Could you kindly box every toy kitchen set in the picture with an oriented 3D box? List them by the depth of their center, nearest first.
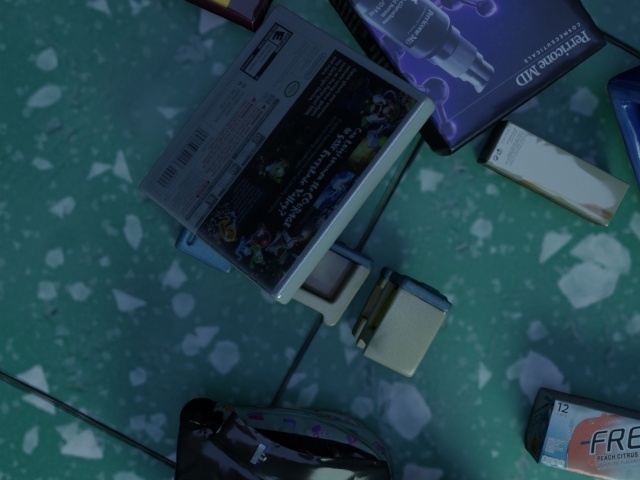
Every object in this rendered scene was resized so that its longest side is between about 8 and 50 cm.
[{"bbox_3d":[0.000,0.000,0.952,0.207,0.166,0.122,26,91,-3],"label":"toy kitchen set"}]

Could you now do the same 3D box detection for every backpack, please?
[{"bbox_3d":[-0.028,0.197,0.990,0.182,0.115,0.152,5,106,-3],"label":"backpack"}]

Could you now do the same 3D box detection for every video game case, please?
[{"bbox_3d":[-0.030,-0.072,0.943,0.173,0.022,0.190,37,89,32],"label":"video game case"}]

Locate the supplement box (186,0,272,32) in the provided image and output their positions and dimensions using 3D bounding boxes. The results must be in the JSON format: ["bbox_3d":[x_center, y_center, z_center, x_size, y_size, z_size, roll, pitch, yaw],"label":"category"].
[{"bbox_3d":[-0.058,-0.276,0.976,0.104,0.081,0.188,25,93,-3],"label":"supplement box"}]

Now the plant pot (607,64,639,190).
[{"bbox_3d":[0.387,-0.048,0.912,0.212,0.236,0.236,-25,109,-6],"label":"plant pot"}]

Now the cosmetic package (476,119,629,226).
[{"bbox_3d":[0.192,-0.056,1.008,0.115,0.060,0.041,28,93,-2],"label":"cosmetic package"}]

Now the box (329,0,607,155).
[{"bbox_3d":[0.103,-0.194,0.973,0.153,0.108,0.207,-36,93,0],"label":"box"}]

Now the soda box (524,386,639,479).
[{"bbox_3d":[0.270,0.176,1.022,0.183,0.063,0.058,13,93,-2],"label":"soda box"}]
